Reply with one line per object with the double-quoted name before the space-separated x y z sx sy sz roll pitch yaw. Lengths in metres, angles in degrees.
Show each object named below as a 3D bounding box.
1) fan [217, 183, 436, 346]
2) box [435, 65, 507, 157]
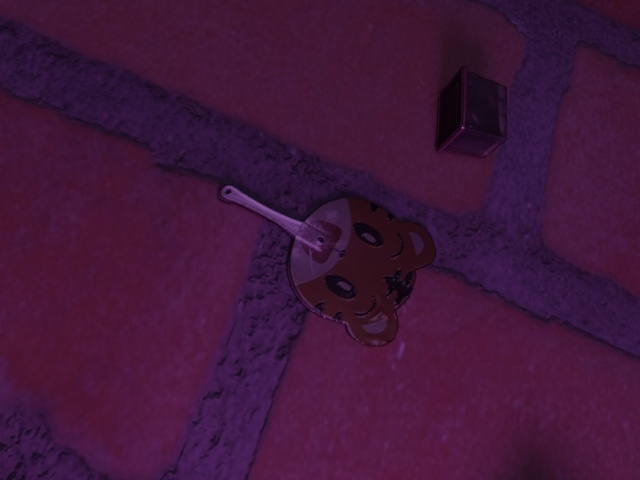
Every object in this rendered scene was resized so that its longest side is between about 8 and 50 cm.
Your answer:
"fan" 0.000 0.000 0.769 0.226 0.008 0.152 30 62 -1
"box" 0.170 -0.138 0.854 0.063 0.060 0.085 16 62 -16
